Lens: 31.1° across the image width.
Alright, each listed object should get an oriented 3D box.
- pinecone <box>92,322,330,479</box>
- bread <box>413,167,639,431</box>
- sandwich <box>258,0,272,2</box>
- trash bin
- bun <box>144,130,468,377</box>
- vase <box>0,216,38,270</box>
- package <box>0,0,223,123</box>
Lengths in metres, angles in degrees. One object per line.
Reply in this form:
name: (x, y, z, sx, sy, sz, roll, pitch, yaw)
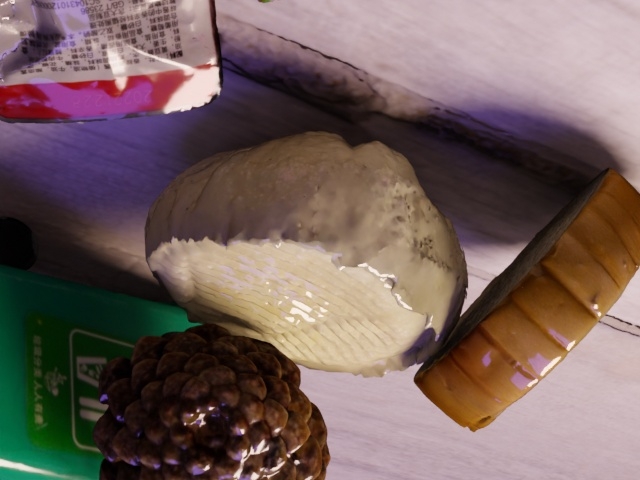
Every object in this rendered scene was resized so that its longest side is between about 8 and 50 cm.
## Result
pinecone: (-0.084, 0.159, 0.923, 0.179, 0.184, 0.204, -10, 178, -1)
bread: (0.177, 0.049, 0.925, 0.070, 0.236, 0.236, 43, 144, 5)
sandwich: (0.002, -0.194, 0.723, 0.135, 0.029, 0.067, -26, 143, 37)
trash bin: (-0.273, 0.162, 1.054, 0.295, 0.259, 0.381, -20, 152, 26)
bun: (0.000, 0.000, 0.919, 0.259, 0.152, 0.259, 12, 152, 7)
vase: (-0.328, 0.036, 1.101, 0.059, 0.059, 0.167, 22, 144, -28)
package: (-0.140, -0.177, 0.672, 0.154, 0.030, 0.239, -6, 122, -6)
